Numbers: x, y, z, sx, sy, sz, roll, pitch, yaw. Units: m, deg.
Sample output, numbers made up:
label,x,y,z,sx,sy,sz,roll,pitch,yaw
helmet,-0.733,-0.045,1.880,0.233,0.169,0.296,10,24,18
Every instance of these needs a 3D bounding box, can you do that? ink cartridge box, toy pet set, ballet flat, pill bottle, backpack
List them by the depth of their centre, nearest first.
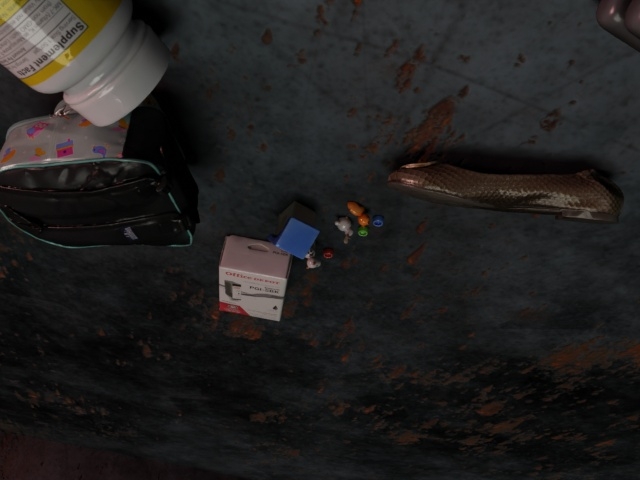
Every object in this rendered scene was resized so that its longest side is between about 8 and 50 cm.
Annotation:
label,x,y,z,sx,sy,sz,roll,pitch,yaw
pill bottle,-0.231,-0.196,0.463,0.119,0.119,0.208,-16,139,30
backpack,-0.239,-0.070,0.617,0.189,0.144,0.165,-10,149,2
ballet flat,0.200,-0.061,0.631,0.250,0.058,0.084,8,-179,9
toy pet set,0.000,0.000,0.742,0.114,0.065,0.122,27,141,-25
ink cartridge box,-0.098,0.059,0.853,0.100,0.056,0.135,10,146,-2

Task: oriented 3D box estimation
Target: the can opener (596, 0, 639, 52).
label,x,y,z,sx,sy,sz,roll,pitch,yaw
can opener,0.362,-0.153,0.466,0.284,0.076,0.095,22,111,-18
